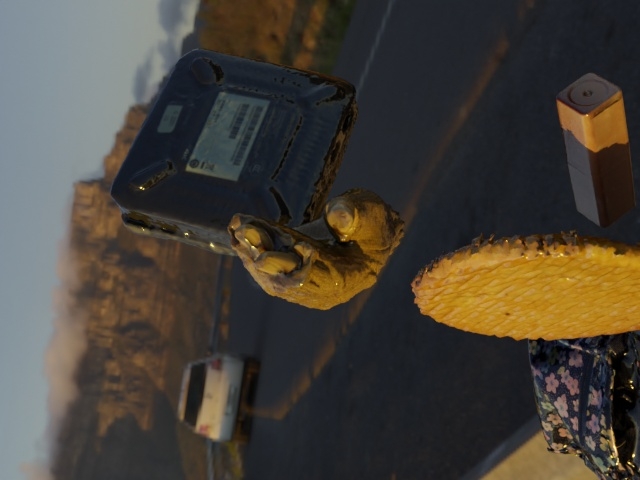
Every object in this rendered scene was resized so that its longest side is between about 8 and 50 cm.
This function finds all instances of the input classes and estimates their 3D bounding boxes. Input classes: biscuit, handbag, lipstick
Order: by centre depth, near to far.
[{"bbox_3d":[0.248,-0.079,0.824,0.045,0.045,0.145,44,166,44],"label":"lipstick"},{"bbox_3d":[0.211,0.046,0.860,0.254,0.254,0.035,113,163,-66],"label":"biscuit"},{"bbox_3d":[0.347,0.192,1.133,0.208,0.127,0.229,-150,47,-71],"label":"handbag"}]

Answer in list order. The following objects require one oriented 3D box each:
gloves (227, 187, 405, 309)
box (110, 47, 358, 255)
[{"bbox_3d":[0.009,0.013,1.292,0.356,0.203,0.155,-3,-109,-60],"label":"gloves"},{"bbox_3d":[-0.139,-0.150,1.528,0.091,0.350,0.359,75,-148,-61],"label":"box"}]
